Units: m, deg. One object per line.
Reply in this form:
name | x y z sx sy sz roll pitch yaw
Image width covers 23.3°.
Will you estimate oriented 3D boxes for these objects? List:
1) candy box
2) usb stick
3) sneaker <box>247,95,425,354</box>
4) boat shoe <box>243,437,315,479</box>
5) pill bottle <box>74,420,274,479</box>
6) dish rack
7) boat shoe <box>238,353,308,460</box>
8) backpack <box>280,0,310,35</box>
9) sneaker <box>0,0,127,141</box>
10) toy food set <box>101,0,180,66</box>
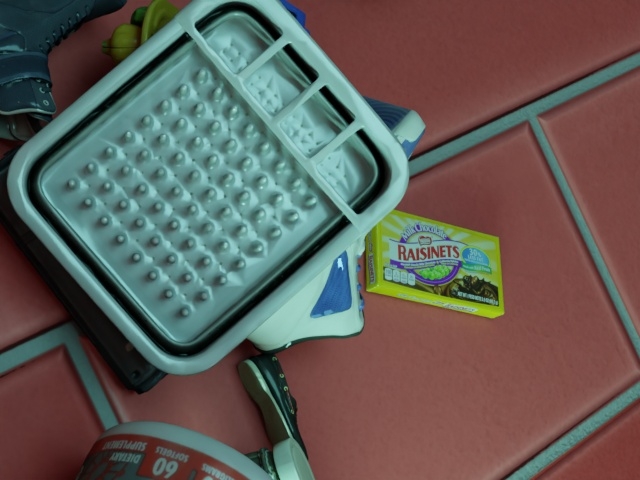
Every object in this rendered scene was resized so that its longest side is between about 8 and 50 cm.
candy box | 0.140 0.027 1.897 0.206 0.027 0.105 13 63 -35
usb stick | -0.244 0.030 1.575 0.278 0.045 0.077 55 49 -10
sneaker | -0.001 0.001 1.699 0.315 0.127 0.182 -51 139 -16
boat shoe | -0.020 0.360 1.609 0.109 0.091 0.305 -32 103 -83
pill bottle | -0.180 0.363 1.399 0.210 0.210 0.363 39 54 -22
dish rack | -0.111 -0.061 1.546 0.333 0.072 0.285 -42 94 -10
boat shoe | -0.042 0.183 1.680 0.042 0.049 0.133 -22 84 -33
backpack | -0.062 -0.205 1.770 0.101 0.098 0.120 29 58 -33
sneaker | -0.277 -0.188 1.589 0.226 0.086 0.163 -17 76 -32
toy food set | -0.181 -0.182 1.664 0.218 0.071 0.128 26 64 -75
